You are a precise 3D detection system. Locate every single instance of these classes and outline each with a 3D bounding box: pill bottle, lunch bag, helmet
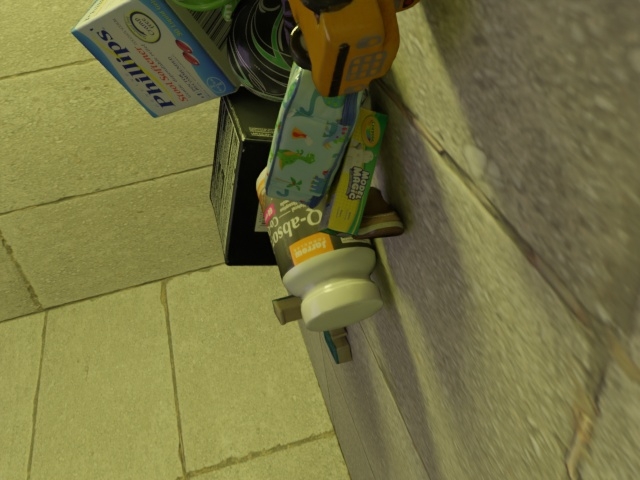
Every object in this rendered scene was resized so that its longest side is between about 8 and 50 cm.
[{"bbox_3d":[0.000,0.000,1.035,0.162,0.162,0.278,94,160,-66],"label":"pill bottle"},{"bbox_3d":[-0.004,-0.163,0.763,0.219,0.090,0.176,112,169,-51],"label":"lunch bag"},{"bbox_3d":[-0.070,-0.311,1.020,0.169,0.170,0.161,-169,82,-81],"label":"helmet"}]

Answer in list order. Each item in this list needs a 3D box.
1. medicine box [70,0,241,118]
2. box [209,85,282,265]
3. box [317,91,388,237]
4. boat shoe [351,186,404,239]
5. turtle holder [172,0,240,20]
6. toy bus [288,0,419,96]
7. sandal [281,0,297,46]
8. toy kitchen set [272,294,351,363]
[{"bbox_3d":[-0.327,-0.429,1.321,0.263,0.289,0.149,48,-130,-36],"label":"medicine box"},{"bbox_3d":[-0.126,-0.146,1.346,0.294,0.183,0.296,-116,33,-51],"label":"box"},{"bbox_3d":[0.043,-0.095,0.799,0.105,0.043,0.179,172,111,-82],"label":"box"},{"bbox_3d":[0.069,-0.039,0.856,0.190,0.068,0.072,-172,79,-82],"label":"boat shoe"},{"bbox_3d":[-0.173,-0.526,0.955,0.243,0.320,0.227,63,-162,13],"label":"turtle holder"},{"bbox_3d":[0.009,-0.302,0.537,0.108,0.130,0.332,115,140,-76],"label":"toy bus"},{"bbox_3d":[-0.012,-0.353,0.829,0.060,0.090,0.219,-36,-58,-53],"label":"sandal"},{"bbox_3d":[-0.026,0.219,1.597,0.122,0.166,0.207,-120,18,-62],"label":"toy kitchen set"}]
